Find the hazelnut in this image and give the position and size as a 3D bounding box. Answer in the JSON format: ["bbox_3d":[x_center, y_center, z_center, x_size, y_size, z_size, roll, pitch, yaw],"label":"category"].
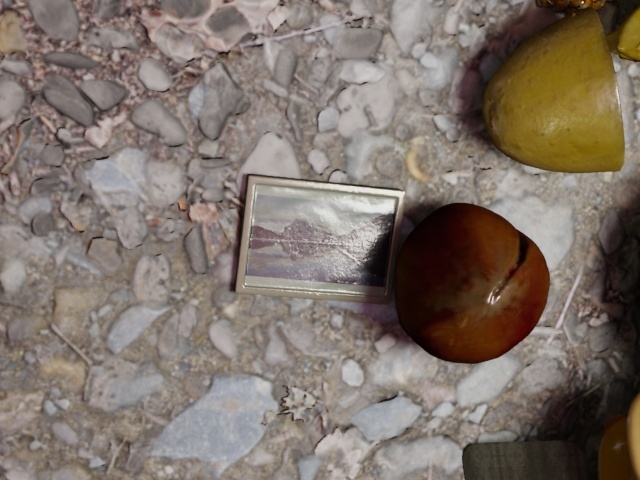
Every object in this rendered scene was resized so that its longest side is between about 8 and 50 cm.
[{"bbox_3d":[0.184,0.056,1.303,0.208,0.208,0.208,-2,100,-14],"label":"hazelnut"}]

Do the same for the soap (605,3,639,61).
[{"bbox_3d":[0.560,-0.234,1.259,0.339,0.304,0.169,9,95,-33],"label":"soap"}]

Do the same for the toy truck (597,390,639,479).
[{"bbox_3d":[0.471,0.296,1.337,0.288,0.211,0.204,10,58,-10],"label":"toy truck"}]

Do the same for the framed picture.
[{"bbox_3d":[0.000,0.000,1.344,0.203,0.015,0.150,6,98,-15],"label":"framed picture"}]

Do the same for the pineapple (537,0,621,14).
[{"bbox_3d":[0.332,-0.359,1.305,0.161,0.137,0.176,14,96,-16],"label":"pineapple"}]

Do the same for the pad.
[{"bbox_3d":[0.200,0.396,1.442,0.323,0.055,0.250,-10,101,4],"label":"pad"}]

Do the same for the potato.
[{"bbox_3d":[0.276,-0.168,1.319,0.158,0.178,0.203,-10,134,3],"label":"potato"}]

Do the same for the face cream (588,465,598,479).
[{"bbox_3d":[0.519,0.404,1.515,0.341,0.084,0.137,26,74,-21],"label":"face cream"}]
